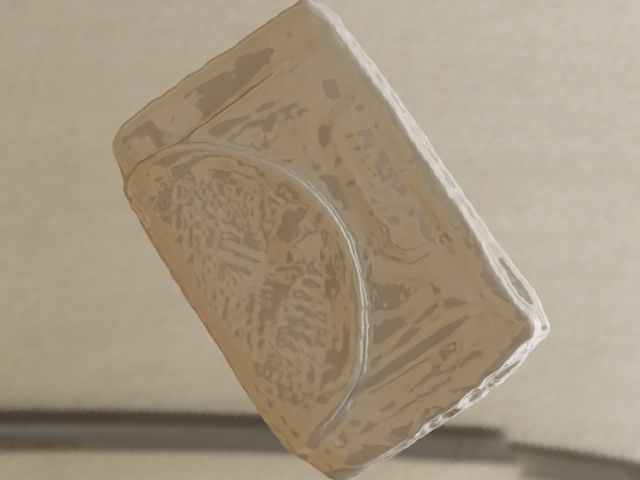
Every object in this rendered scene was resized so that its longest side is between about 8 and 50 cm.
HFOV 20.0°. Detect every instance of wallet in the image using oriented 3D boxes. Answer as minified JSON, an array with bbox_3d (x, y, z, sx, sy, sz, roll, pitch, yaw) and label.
[{"bbox_3d":[0.000,0.000,0.759,0.124,0.032,0.183,-34,-101,6],"label":"wallet"}]
